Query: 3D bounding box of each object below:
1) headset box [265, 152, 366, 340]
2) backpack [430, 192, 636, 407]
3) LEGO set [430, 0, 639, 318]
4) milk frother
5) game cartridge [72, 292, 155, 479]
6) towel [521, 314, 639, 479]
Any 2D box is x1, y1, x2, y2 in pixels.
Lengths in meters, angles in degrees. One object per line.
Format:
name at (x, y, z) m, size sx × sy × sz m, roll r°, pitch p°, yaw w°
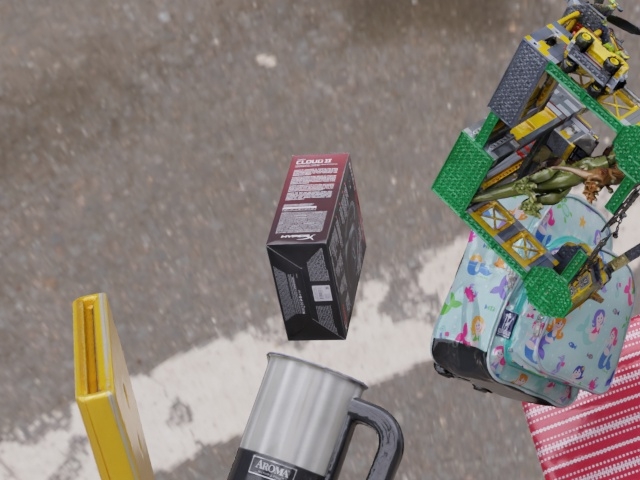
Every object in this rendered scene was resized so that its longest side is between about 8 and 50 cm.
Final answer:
headset box at (0.000, 0.000, 0.693) m, size 0.032 × 0.062 × 0.083 m, roll -2°, pitch 38°, yaw 12°
backpack at (0.266, 0.063, 1.687) m, size 0.191 × 0.225 × 0.253 m, roll 5°, pitch 76°, yaw 41°
LEGO set at (0.282, -0.100, 1.435) m, size 0.255 × 0.331 × 0.192 m, roll 40°, pitch 49°, yaw 24°
milk frother at (-0.006, 0.174, 1.097) m, size 0.129 × 0.143 × 0.135 m, roll 21°, pitch 79°, yaw -3°
game cartridge at (-0.253, 0.267, 1.762) m, size 0.053 × 0.323 × 0.285 m, roll -12°, pitch 23°, yaw -6°
towel at (0.378, 0.246, 1.836) m, size 0.199 × 0.031 × 0.275 m, roll -23°, pitch 51°, yaw 14°
